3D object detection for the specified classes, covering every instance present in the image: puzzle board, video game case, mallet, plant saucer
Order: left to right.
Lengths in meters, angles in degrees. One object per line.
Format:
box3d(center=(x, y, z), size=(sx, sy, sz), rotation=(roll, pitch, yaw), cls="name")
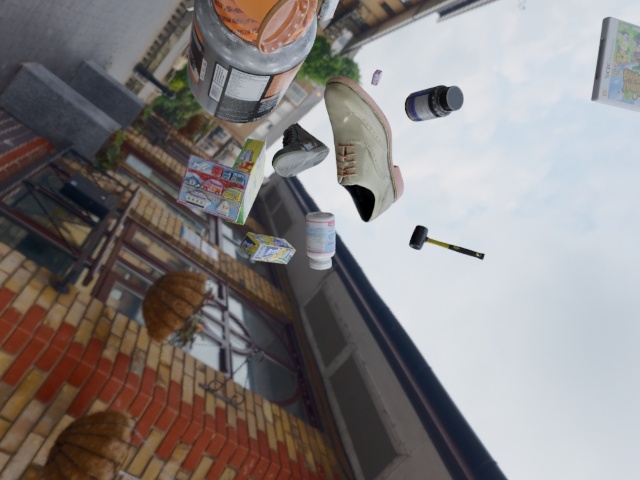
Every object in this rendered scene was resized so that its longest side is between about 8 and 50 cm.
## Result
box3d(center=(-0.204, -0.100, 0.926), size=(0.011, 0.128, 0.096), rotation=(-6, 114, -78), cls="puzzle board")
box3d(center=(-0.047, -0.260, 0.583), size=(0.083, 0.013, 0.083), rotation=(-45, 177, -3), cls="plant saucer")
box3d(center=(0.315, 0.021, 1.237), size=(0.190, 0.039, 0.062), rotation=(26, -105, 24), cls="mallet")
box3d(center=(0.750, -0.417, 1.179), size=(0.023, 0.213, 0.193), rotation=(-162, -103, -68), cls="video game case")

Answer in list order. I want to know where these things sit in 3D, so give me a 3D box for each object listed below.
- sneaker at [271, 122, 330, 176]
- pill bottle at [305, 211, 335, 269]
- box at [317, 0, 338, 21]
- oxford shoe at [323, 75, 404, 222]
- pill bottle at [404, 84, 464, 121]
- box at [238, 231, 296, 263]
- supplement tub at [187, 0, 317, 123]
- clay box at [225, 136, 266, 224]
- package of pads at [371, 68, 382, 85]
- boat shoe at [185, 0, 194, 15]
box3d(center=(-0.080, -0.237, 1.264), size=(0.222, 0.118, 0.083), rotation=(-27, 157, -56), cls="sneaker")
box3d(center=(0.000, 0.000, 1.443), size=(0.087, 0.087, 0.160), rotation=(-134, -139, -67), cls="pill bottle")
box3d(center=(0.030, -0.764, 1.577), size=(0.137, 0.027, 0.093), rotation=(-64, 179, -59), cls="box")
box3d(center=(0.098, -0.216, 1.230), size=(0.141, 0.396, 0.146), rotation=(10, -130, 45), cls="oxford shoe")
box3d(center=(0.440, -0.532, 1.892), size=(0.219, 0.123, 0.122), rotation=(7, -119, 57), cls="pill bottle")
box3d(center=(-0.146, 0.023, 1.370), size=(0.059, 0.169, 0.054), rotation=(42, -75, 29), cls="box")
box3d(center=(-0.123, -0.340, 0.836), size=(0.193, 0.194, 0.316), rotation=(-58, -168, -16), cls="supplement tub")
box3d(center=(-0.184, -0.159, 1.227), size=(0.221, 0.053, 0.127), rotation=(-77, 179, -47), cls="clay box")
box3d(center=(0.232, -0.673, 2.018), size=(0.083, 0.032, 0.050), rotation=(-63, 171, -57), cls="package of pads")
box3d(center=(-0.337, -0.892, 1.812), size=(0.325, 0.096, 0.116), rotation=(-17, -126, 10), cls="boat shoe")
